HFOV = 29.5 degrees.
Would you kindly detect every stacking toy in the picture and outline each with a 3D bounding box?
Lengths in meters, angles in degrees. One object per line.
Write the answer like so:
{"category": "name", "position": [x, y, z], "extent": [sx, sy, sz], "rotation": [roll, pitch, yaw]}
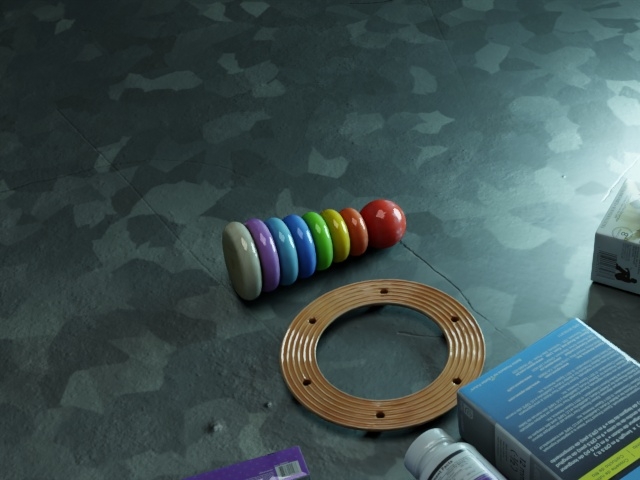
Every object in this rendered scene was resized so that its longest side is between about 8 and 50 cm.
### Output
{"category": "stacking toy", "position": [0.000, 0.000, 2.156], "extent": [0.330, 0.141, 0.141], "rotation": [-15, 42, -16]}

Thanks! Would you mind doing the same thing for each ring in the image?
{"category": "ring", "position": [0.101, 0.188, 1.998], "extent": [0.337, 0.032, 0.336], "rotation": [-3, 42, 3]}

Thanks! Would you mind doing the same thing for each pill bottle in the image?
{"category": "pill bottle", "position": [0.208, 0.357, 1.733], "extent": [0.108, 0.108, 0.193], "rotation": [-27, 45, -22]}

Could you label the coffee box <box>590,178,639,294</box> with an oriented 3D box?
{"category": "coffee box", "position": [0.630, 0.019, 2.058], "extent": [0.297, 0.118, 0.168], "rotation": [17, 45, 24]}

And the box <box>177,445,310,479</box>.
{"category": "box", "position": [-0.152, 0.399, 1.659], "extent": [0.293, 0.201, 0.057], "rotation": [-14, 43, -10]}

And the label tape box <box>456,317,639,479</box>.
{"category": "label tape box", "position": [0.403, 0.290, 1.776], "extent": [0.249, 0.115, 0.348], "rotation": [-27, 45, -23]}
